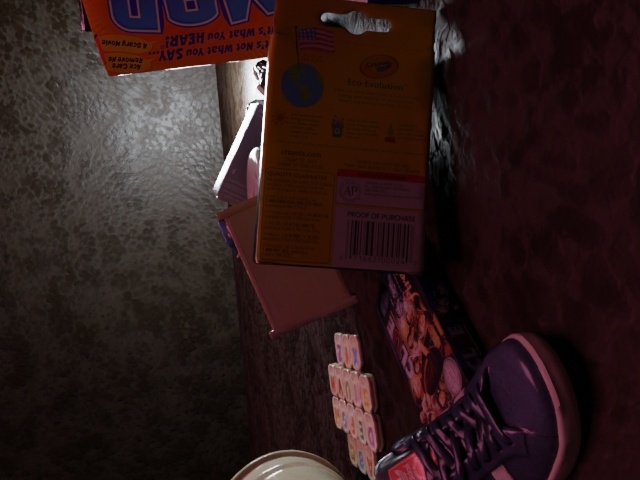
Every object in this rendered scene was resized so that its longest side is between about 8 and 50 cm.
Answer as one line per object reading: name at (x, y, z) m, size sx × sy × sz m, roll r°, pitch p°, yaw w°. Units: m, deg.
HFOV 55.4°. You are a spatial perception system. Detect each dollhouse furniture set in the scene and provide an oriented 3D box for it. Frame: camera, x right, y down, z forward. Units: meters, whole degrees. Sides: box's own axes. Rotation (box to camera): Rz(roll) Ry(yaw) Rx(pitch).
dollhouse furniture set at (0.000, 0.000, 1.010) m, size 0.303 × 0.287 × 0.198 m, roll -56°, pitch -58°, yaw -87°

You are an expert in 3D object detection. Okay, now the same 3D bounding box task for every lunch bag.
lunch bag at (-0.168, -0.356, 1.704) m, size 0.071 × 0.083 × 0.053 m, roll 100°, pitch 158°, yaw -49°

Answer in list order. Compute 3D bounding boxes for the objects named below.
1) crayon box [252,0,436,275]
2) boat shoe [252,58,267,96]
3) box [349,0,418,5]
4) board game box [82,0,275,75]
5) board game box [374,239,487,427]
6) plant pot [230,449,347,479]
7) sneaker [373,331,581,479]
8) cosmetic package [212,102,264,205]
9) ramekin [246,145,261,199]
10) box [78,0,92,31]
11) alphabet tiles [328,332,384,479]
crayon box at (0.030, -0.123, 0.741) m, size 0.081 × 0.202 × 0.318 m, roll 170°, pitch 104°, yaw -82°
boat shoe at (-0.121, -0.421, 1.560) m, size 0.079 × 0.084 × 0.233 m, roll -48°, pitch 26°, yaw 17°
box at (0.073, -0.378, 0.792) m, size 0.126 × 0.072 × 0.137 m, roll -129°, pitch 36°, yaw -64°
board game box at (-0.222, -0.547, 1.079) m, size 0.356 × 0.357 × 0.356 m, roll -97°, pitch 0°, yaw -51°
board game box at (0.140, 0.126, 0.806) m, size 0.165 × 0.042 × 0.243 m, roll 98°, pitch 160°, yaw -44°
plant pot at (-0.007, 0.561, 1.092) m, size 0.305 × 0.334 × 0.333 m, roll 149°, pitch 115°, yaw -63°
sneaker at (0.140, 0.229, 0.636) m, size 0.131 × 0.148 × 0.350 m, roll -110°, pitch 20°, yaw -43°
cosmetic package at (-0.149, -0.193, 1.443) m, size 0.237 × 0.127 × 0.107 m, roll -66°, pitch 20°, yaw 7°
ramekin at (-0.063, -0.067, 1.295) m, size 0.303 × 0.148 × 0.303 m, roll 174°, pitch 90°, yaw -76°
box at (-0.380, -0.787, 1.555) m, size 0.297 × 0.480 × 0.471 m, roll -125°, pitch 32°, yaw -65°
alphabet tiles at (0.065, 0.326, 1.224) m, size 0.284 × 0.021 × 0.277 m, roll 156°, pitch 107°, yaw -74°
